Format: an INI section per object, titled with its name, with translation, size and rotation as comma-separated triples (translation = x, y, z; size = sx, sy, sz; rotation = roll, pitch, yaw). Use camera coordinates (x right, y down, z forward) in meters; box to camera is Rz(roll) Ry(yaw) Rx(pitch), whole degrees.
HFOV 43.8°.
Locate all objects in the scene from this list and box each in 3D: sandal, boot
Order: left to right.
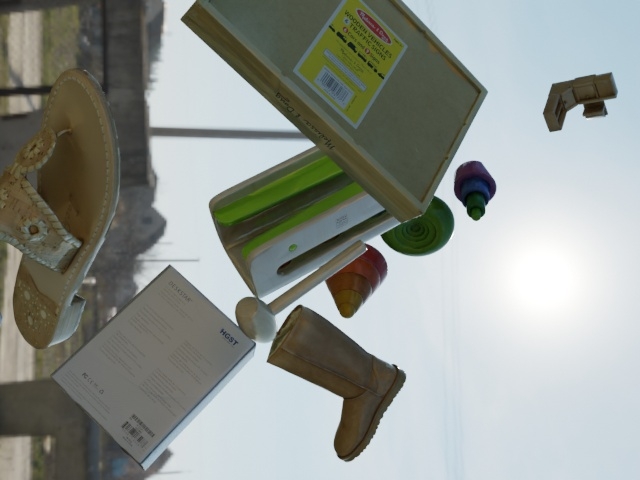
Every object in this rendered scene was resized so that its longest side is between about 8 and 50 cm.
[sandal]
translation = -0.213, -0.005, 0.580
size = 0.088, 0.079, 0.240
rotation = 37, -55, 24
[boot]
translation = 0.007, 0.286, 1.584
size = 0.236, 0.269, 0.089
rotation = -59, -160, -2

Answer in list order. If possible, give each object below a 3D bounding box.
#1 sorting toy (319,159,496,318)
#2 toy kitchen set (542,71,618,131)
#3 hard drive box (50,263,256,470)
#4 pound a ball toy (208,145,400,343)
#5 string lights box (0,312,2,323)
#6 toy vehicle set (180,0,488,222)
[sorting toy]
translation = 0.132, 0.019, 1.274
size = 0.365, 0.127, 0.126
rotation = -38, -156, 32
[toy kitchen set]
translation = 0.363, -0.177, 1.096
size = 0.068, 0.083, 0.075
rotation = 58, 43, -32
[hard drive box]
translation = -0.237, 0.182, 1.157
size = 0.181, 0.232, 0.089
rotation = 42, -21, 10
[pound a ball toy]
translation = 0.000, 0.000, 1.077
size = 0.208, 0.319, 0.136
rotation = 52, -16, 35
[string lights box]
translation = -0.337, 0.072, 0.456
size = 0.077, 0.259, 0.133
rotation = 41, -64, 48
[toy vehicle set]
translation = 0.025, -0.163, 0.716
size = 0.035, 0.267, 0.166
rotation = -22, -149, 56
